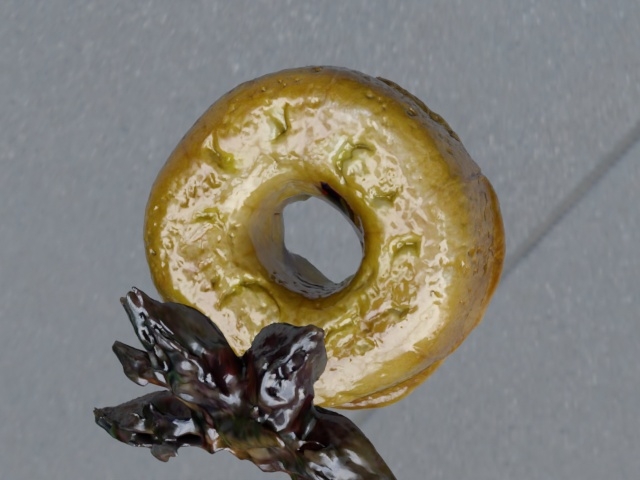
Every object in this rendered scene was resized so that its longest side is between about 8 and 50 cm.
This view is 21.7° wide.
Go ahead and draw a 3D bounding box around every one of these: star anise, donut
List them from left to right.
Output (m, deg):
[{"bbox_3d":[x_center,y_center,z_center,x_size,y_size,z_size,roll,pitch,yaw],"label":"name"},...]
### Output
[{"bbox_3d":[-0.044,0.075,0.848,0.212,0.053,0.157,20,141,27],"label":"star anise"},{"bbox_3d":[0.000,-0.002,1.049,0.226,0.114,0.227,1,93,17],"label":"donut"}]
